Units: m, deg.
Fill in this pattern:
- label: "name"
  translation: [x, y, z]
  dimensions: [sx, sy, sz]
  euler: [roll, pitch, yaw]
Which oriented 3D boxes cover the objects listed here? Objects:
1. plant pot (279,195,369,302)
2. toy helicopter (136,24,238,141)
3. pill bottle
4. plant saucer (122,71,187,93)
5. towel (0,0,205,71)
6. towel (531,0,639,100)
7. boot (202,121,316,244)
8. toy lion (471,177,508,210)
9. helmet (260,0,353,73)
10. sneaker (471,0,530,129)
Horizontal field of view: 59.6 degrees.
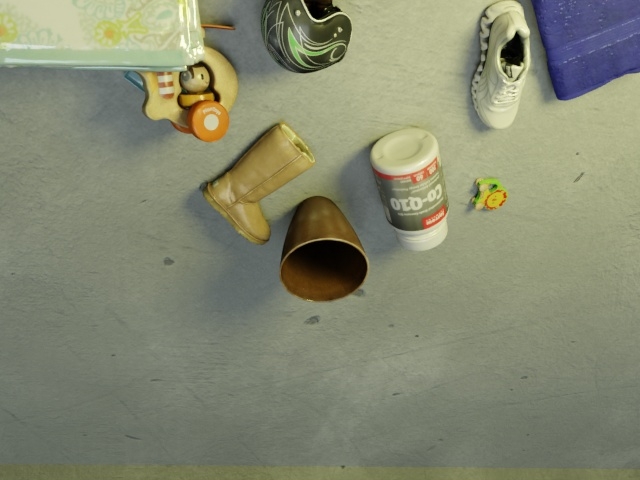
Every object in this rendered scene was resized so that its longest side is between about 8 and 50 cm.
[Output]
- label: "plant pot"
  translation: [0.000, 0.000, 1.407]
  dimensions: [0.215, 0.230, 0.215]
  euler: [-3, 132, -4]
- label: "toy helicopter"
  translation: [-0.315, -0.356, 1.089]
  dimensions: [0.355, 0.140, 0.235]
  euler: [19, 96, -38]
- label: "pill bottle"
  translation: [0.229, -0.117, 1.376]
  dimensions: [0.161, 0.161, 0.283]
  euler: [-16, 132, 8]
- label: "plant saucer"
  translation: [-0.329, -0.321, 1.220]
  dimensions: [0.067, 0.018, 0.192]
  euler: [-37, 125, 24]
- label: "towel"
  translation: [-0.385, -0.448, 0.925]
  dimensions: [0.374, 0.090, 0.321]
  euler: [-7, 106, -24]
- label: "towel"
  translation: [0.571, -0.455, 1.156]
  dimensions: [0.227, 0.076, 0.308]
  euler: [-19, 135, 23]
- label: "boot"
  translation: [-0.121, -0.127, 1.376]
  dimensions: [0.269, 0.089, 0.236]
  euler: [-33, 128, 20]
- label: "toy lion"
  translation: [0.456, -0.122, 1.491]
  dimensions: [0.096, 0.034, 0.100]
  euler: [-9, 133, -9]
- label: "helmet"
  translation: [-0.036, -0.410, 1.078]
  dimensions: [0.161, 0.169, 0.169]
  euler: [-8, 135, -23]
- label: "sneaker"
  translation: [0.397, -0.356, 1.212]
  dimensions: [0.110, 0.118, 0.292]
  euler: [-12, 134, 2]
